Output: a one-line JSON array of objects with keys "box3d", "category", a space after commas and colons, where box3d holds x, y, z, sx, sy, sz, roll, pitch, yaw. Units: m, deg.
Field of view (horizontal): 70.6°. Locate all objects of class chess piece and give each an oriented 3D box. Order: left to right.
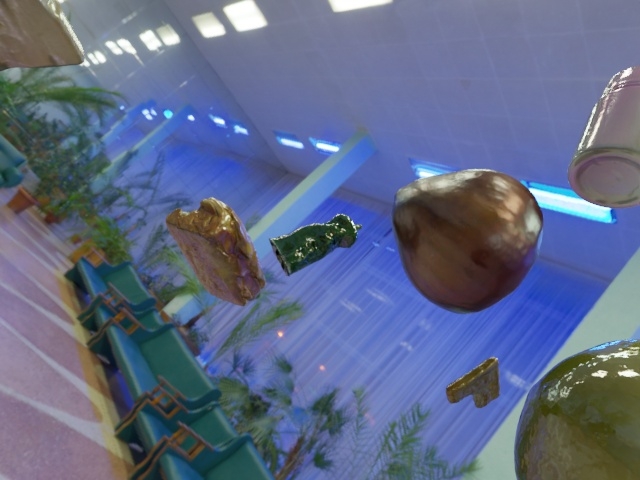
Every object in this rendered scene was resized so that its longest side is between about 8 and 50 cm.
[{"box3d": [-0.373, -0.304, 0.478, 0.137, 0.137, 0.301, 41, -19, 21], "category": "chess piece"}]

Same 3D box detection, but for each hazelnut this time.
[{"box3d": [0.350, -0.016, 1.112, 0.359, 0.359, 0.409, 47, 3, -2], "category": "hazelnut"}]

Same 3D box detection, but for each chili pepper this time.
[{"box3d": [0.000, 0.000, 1.301, 0.136, 0.270, 0.099, 45, -26, 54], "category": "chili pepper"}]

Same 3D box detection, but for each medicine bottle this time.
[{"box3d": [0.838, -0.290, 1.236, 0.219, 0.388, 0.219, 26, -29, 15], "category": "medicine bottle"}]

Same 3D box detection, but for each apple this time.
[{"box3d": [0.348, 0.268, 0.502, 0.258, 0.233, 0.295, -143, -137, -62], "category": "apple"}]

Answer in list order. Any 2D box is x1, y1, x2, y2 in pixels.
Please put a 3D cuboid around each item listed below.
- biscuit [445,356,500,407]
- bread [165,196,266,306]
[{"box3d": [0.429, 0.417, 1.251, 0.039, 0.174, 0.183, 43, -18, 51], "category": "biscuit"}, {"box3d": [-0.267, 0.029, 1.239, 0.195, 0.149, 0.344, 16, -36, 26], "category": "bread"}]
